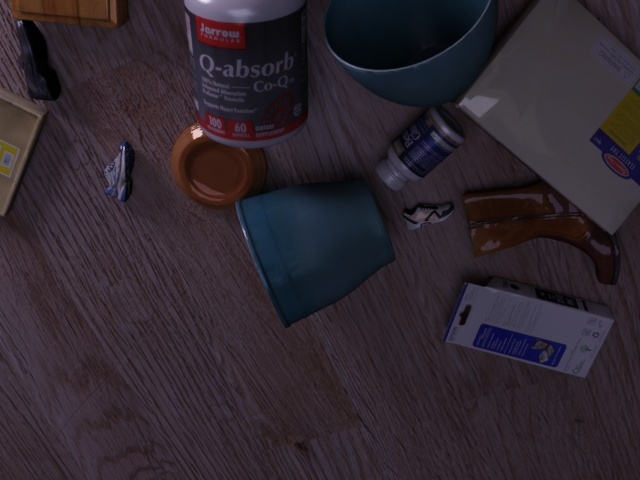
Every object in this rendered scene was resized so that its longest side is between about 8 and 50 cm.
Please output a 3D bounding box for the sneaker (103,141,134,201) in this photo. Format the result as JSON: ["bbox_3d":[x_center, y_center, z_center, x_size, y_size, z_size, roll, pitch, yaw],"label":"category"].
[{"bbox_3d":[-0.421,-0.143,1.730,0.058,0.052,0.135,14,119,3],"label":"sneaker"}]

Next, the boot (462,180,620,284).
[{"bbox_3d":[0.447,-0.003,1.690,0.280,0.096,0.264,-15,116,14],"label":"boot"}]

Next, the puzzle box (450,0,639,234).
[{"bbox_3d":[0.471,-0.231,1.526,0.409,0.052,0.272,37,95,-17],"label":"puzzle box"}]

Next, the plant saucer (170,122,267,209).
[{"bbox_3d":[-0.210,-0.148,1.712,0.200,0.037,0.200,3,118,5],"label":"plant saucer"}]

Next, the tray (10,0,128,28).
[{"bbox_3d":[-0.454,-0.593,1.475,0.203,0.076,0.411,6,118,2],"label":"tray"}]

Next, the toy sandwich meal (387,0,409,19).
[{"bbox_3d":[0.123,-0.436,1.527,0.085,0.029,0.085,1,116,3],"label":"toy sandwich meal"}]

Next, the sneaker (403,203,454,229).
[{"bbox_3d":[0.220,-0.056,1.716,0.109,0.040,0.044,-19,113,15],"label":"sneaker"}]

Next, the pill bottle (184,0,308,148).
[{"bbox_3d":[-0.128,-0.362,1.458,0.210,0.210,0.363,3,129,4],"label":"pill bottle"}]

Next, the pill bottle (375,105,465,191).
[{"bbox_3d":[0.190,-0.175,1.623,0.094,0.094,0.169,41,115,-15],"label":"pill bottle"}]

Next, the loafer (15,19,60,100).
[{"bbox_3d":[-0.564,-0.350,1.627,0.061,0.062,0.170,-3,117,13],"label":"loafer"}]

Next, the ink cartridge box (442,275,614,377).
[{"bbox_3d":[0.442,0.180,1.808,0.333,0.065,0.165,15,119,-4],"label":"ink cartridge box"}]

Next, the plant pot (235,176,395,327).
[{"bbox_3d":[0.000,0.000,1.657,0.255,0.271,0.271,-22,115,1],"label":"plant pot"}]

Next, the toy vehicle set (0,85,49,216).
[{"bbox_3d":[-0.687,-0.193,1.737,0.166,0.035,0.267,28,118,-9],"label":"toy vehicle set"}]

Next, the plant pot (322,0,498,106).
[{"bbox_3d":[0.174,-0.340,1.427,0.290,0.290,0.195,-18,144,15],"label":"plant pot"}]
